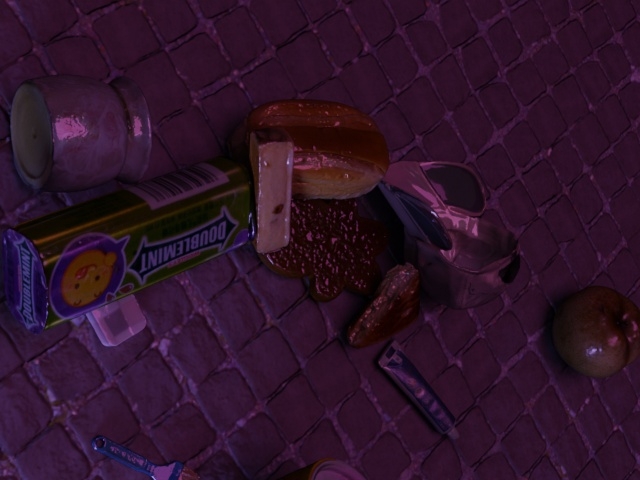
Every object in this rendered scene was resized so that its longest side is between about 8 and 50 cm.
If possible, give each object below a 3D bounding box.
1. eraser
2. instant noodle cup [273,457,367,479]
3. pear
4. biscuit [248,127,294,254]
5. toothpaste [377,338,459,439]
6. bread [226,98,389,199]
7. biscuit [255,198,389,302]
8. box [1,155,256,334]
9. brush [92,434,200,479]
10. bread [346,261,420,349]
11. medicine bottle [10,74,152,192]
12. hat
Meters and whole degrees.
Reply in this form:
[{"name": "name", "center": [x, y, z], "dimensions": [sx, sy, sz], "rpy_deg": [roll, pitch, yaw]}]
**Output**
[{"name": "eraser", "center": [-0.279, 0.083, 1.354], "dimensions": [0.065, 0.026, 0.105], "rpy_deg": [-30, 100, -32]}, {"name": "instant noodle cup", "center": [-0.025, 0.413, 1.306], "dimensions": [0.264, 0.200, 0.264], "rpy_deg": [42, 26, -27]}, {"name": "pear", "center": [0.492, 0.160, 1.803], "dimensions": [0.167, 0.136, 0.167], "rpy_deg": [14, 59, -25]}, {"name": "biscuit", "center": [-0.068, -0.067, 1.410], "dimensions": [0.056, 0.052, 0.188], "rpy_deg": [-10, 130, -17]}, {"name": "toothpaste", "center": [0.160, 0.244, 1.627], "dimensions": [0.197, 0.034, 0.057], "rpy_deg": [51, 53, -14]}, {"name": "bread", "center": [-0.011, -0.135, 1.503], "dimensions": [0.236, 0.106, 0.140], "rpy_deg": [-2, 62, -33]}, {"name": "biscuit", "center": [0.000, 0.000, 1.550], "dimensions": [0.236, 0.039, 0.180], "rpy_deg": [22, 73, -30]}, {"name": "box", "center": [-0.232, -0.002, 1.311], "dimensions": [0.345, 0.097, 0.134], "rpy_deg": [-24, 128, -44]}, {"name": "brush", "center": [-0.233, 0.300, 1.361], "dimensions": [0.164, 0.014, 0.051], "rpy_deg": [35, 64, -25]}, {"name": "bread", "center": [0.114, 0.106, 1.588], "dimensions": [0.154, 0.054, 0.136], "rpy_deg": [-50, 149, 9]}, {"name": "medicine bottle", "center": [-0.302, -0.136, 1.298], "dimensions": [0.143, 0.147, 0.147], "rpy_deg": [-9, 88, -38]}, {"name": "hat", "center": [0.183, -0.013, 1.611], "dimensions": [0.275, 0.161, 0.232], "rpy_deg": [47, 27, 2]}]
